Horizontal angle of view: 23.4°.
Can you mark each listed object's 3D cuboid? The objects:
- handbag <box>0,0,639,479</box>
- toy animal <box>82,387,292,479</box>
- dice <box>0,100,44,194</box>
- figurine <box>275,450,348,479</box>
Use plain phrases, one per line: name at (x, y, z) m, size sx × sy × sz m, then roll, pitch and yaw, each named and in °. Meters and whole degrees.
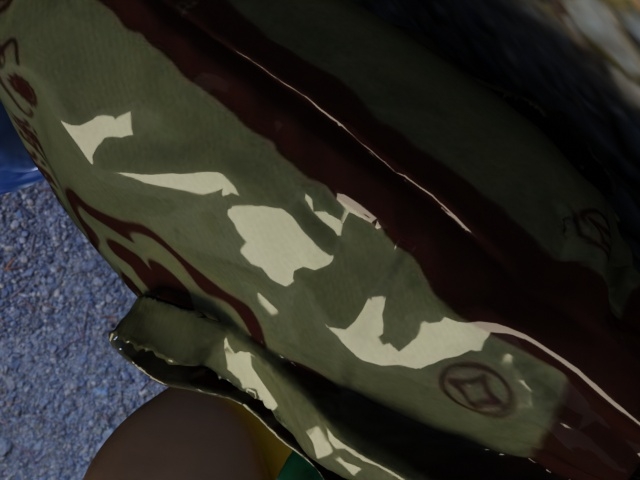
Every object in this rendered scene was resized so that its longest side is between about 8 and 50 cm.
handbag at (0.000, 0.000, 0.444) m, size 0.235 × 0.127 × 0.213 m, roll 44°, pitch 171°, yaw 18°
toy animal at (-0.064, 0.233, 1.529) m, size 0.277 × 0.345 × 0.247 m, roll 11°, pitch 148°, yaw 17°
dice at (-0.152, -0.115, 0.693) m, size 0.146 × 0.143 × 0.146 m, roll 51°, pitch 174°, yaw -26°
figurine at (0.078, 0.213, 0.772) m, size 0.323 × 0.231 × 0.340 m, roll 50°, pitch 168°, yaw -10°
